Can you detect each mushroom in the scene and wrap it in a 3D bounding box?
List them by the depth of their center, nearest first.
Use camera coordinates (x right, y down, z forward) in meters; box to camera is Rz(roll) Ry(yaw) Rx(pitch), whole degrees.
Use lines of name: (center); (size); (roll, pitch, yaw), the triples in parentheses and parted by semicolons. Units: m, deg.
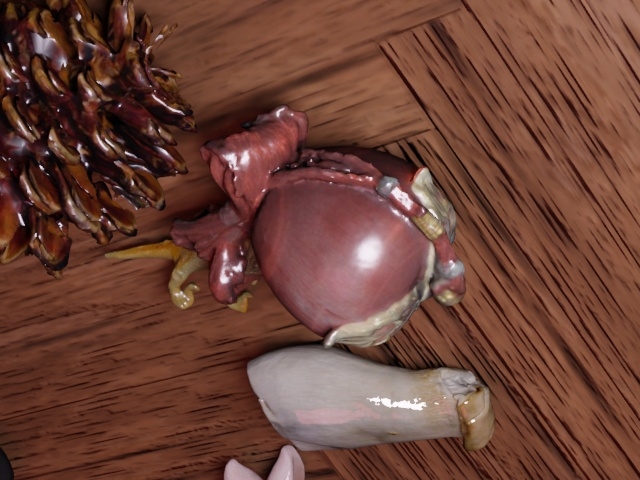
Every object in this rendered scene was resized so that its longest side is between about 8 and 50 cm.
mushroom: (0.040, 0.135, 1.441); (0.225, 0.093, 0.116); (-8, 141, 23)

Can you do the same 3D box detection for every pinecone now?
pinecone: (-0.193, -0.090, 1.258); (0.221, 0.221, 0.221); (15, 136, 15)

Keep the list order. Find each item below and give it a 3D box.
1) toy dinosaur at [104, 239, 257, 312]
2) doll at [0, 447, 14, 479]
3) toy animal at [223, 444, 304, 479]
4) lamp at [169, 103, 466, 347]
toy dinosaur: (-0.107, 0.000, 1.425); (0.162, 0.039, 0.126); (24, 127, 10)
doll: (-0.438, 0.266, 1.792); (0.135, 0.143, 0.234); (55, 138, 8)
toy animal: (-0.028, 0.307, 1.615); (0.124, 0.124, 0.212); (-11, 128, 36)
lamp: (0.010, -0.004, 1.284); (0.223, 0.151, 0.215); (47, 144, 20)
